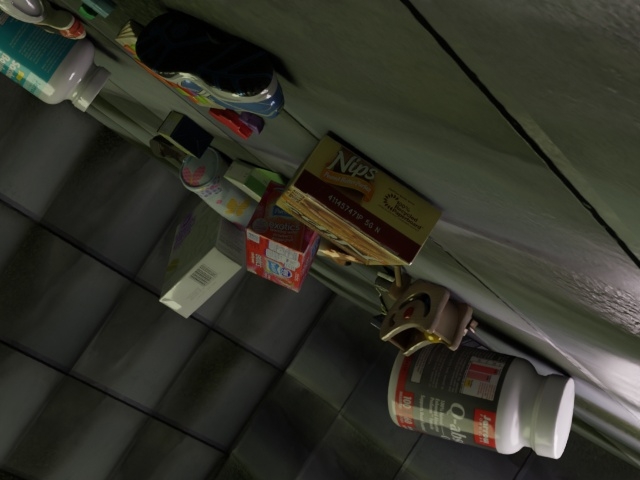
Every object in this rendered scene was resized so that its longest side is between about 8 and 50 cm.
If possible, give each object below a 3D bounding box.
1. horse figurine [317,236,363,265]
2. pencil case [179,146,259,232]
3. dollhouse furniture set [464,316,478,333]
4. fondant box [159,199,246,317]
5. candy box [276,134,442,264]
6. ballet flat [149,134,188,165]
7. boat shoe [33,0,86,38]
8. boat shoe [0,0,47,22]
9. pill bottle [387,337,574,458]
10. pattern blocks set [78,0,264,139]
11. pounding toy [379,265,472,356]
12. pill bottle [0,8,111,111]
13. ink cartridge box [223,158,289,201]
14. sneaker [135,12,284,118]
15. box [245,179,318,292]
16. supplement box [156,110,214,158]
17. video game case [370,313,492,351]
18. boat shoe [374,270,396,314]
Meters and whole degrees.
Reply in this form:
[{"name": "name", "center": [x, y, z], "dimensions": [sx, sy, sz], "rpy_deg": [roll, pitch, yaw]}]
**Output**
[{"name": "horse figurine", "center": [0.000, 0.000, 2.043], "dimensions": [0.263, 0.066, 0.174], "rpy_deg": [32, -179, -1]}, {"name": "pencil case", "center": [-0.224, -0.121, 2.050], "dimensions": [0.124, 0.113, 0.273], "rpy_deg": [59, -170, 32]}, {"name": "dollhouse furniture set", "center": [0.300, 0.216, 1.959], "dimensions": [0.182, 0.101, 0.161], "rpy_deg": [38, 174, -38]}, {"name": "fondant box", "center": [-0.296, 0.011, 2.236], "dimensions": [0.096, 0.238, 0.330], "rpy_deg": [36, -151, -22]}, {"name": "candy box", "center": [0.041, -0.046, 1.213], "dimensions": [0.183, 0.087, 0.316], "rpy_deg": [34, 174, -5]}, {"name": "ballet flat", "center": [-0.361, -0.233, 2.232], "dimensions": [0.250, 0.058, 0.084], "rpy_deg": [22, 132, 44]}, {"name": "boat shoe", "center": [-0.463, -0.384, 1.482], "dimensions": [0.137, 0.049, 0.043], "rpy_deg": [25, 173, 31]}, {"name": "boat shoe", "center": [-0.513, -0.422, 1.382], "dimensions": [0.063, 0.066, 0.184], "rpy_deg": [30, 164, 47]}, {"name": "pill bottle", "center": [0.347, 0.340, 1.842], "dimensions": [0.363, 0.210, 0.210], "rpy_deg": [9, 163, 28]}, {"name": "pattern blocks set", "center": [-0.223, -0.256, 1.272], "dimensions": [0.325, 0.026, 0.285], "rpy_deg": [35, 175, -12]}, {"name": "pounding toy", "center": [0.182, 0.149, 1.782], "dimensions": [0.155, 0.154, 0.269], "rpy_deg": [35, 174, -17]}, {"name": "pill bottle", "center": [-0.525, -0.353, 1.580], "dimensions": [0.264, 0.146, 0.146], "rpy_deg": [35, 175, -16]}, {"name": "ink cartridge box", "center": [-0.089, -0.093, 1.809], "dimensions": [0.171, 0.056, 0.235], "rpy_deg": [37, 176, -30]}, {"name": "sneaker", "center": [-0.129, -0.192, 0.967], "dimensions": [0.211, 0.080, 0.081], "rpy_deg": [32, 172, 30]}, {"name": "box", "center": [-0.073, -0.003, 1.758], "dimensions": [0.128, 0.122, 0.257], "rpy_deg": [24, 159, 5]}, {"name": "supplement box", "center": [-0.285, -0.223, 1.790], "dimensions": [0.083, 0.056, 0.083], "rpy_deg": [37, 174, -35]}, {"name": "video game case", "center": [0.297, 0.260, 2.283], "dimensions": [0.274, 0.026, 0.196], "rpy_deg": [30, -155, 34]}, {"name": "boat shoe", "center": [0.205, 0.163, 2.113], "dimensions": [0.109, 0.091, 0.305], "rpy_deg": [30, 174, 35]}]
